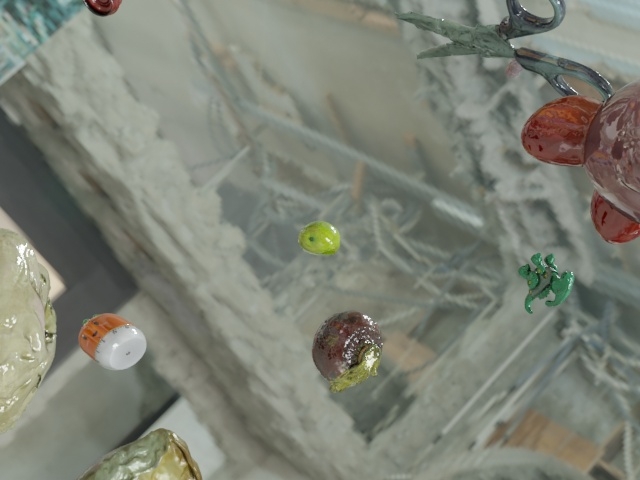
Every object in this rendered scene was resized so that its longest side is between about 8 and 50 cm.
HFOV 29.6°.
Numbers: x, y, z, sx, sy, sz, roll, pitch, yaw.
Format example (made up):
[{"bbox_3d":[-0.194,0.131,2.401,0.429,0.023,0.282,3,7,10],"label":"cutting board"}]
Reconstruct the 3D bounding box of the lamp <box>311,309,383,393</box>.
[{"bbox_3d":[0.064,0.222,2.464,0.135,0.156,0.157,13,-45,57],"label":"lamp"}]

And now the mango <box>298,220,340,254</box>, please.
[{"bbox_3d":[0.000,0.000,2.052,0.073,0.056,0.108,1,-15,13],"label":"mango"}]

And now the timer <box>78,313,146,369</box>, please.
[{"bbox_3d":[-0.409,0.185,2.336,0.136,0.099,0.136,39,3,-2],"label":"timer"}]

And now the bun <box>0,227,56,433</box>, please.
[{"bbox_3d":[-0.341,0.109,1.290,0.210,0.116,0.237,-93,-166,-56],"label":"bun"}]

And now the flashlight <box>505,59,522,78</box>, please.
[{"bbox_3d":[0.362,-0.325,2.234,0.110,0.052,0.031,130,-59,-81],"label":"flashlight"}]

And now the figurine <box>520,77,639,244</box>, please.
[{"bbox_3d":[0.460,-0.124,1.635,0.270,0.211,0.261,43,-11,-29],"label":"figurine"}]

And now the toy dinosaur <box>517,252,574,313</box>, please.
[{"bbox_3d":[0.399,0.081,2.156,0.132,0.059,0.096,-58,-139,41],"label":"toy dinosaur"}]

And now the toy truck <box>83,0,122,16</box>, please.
[{"bbox_3d":[-0.377,-0.574,2.241,0.265,0.189,0.239,-20,-64,42],"label":"toy truck"}]

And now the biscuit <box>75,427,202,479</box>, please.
[{"bbox_3d":[-0.339,0.461,1.957,0.078,0.335,0.329,38,-47,47],"label":"biscuit"}]

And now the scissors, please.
[{"bbox_3d":[0.258,-0.299,1.845,0.383,0.029,0.256,14,-29,51],"label":"scissors"}]
